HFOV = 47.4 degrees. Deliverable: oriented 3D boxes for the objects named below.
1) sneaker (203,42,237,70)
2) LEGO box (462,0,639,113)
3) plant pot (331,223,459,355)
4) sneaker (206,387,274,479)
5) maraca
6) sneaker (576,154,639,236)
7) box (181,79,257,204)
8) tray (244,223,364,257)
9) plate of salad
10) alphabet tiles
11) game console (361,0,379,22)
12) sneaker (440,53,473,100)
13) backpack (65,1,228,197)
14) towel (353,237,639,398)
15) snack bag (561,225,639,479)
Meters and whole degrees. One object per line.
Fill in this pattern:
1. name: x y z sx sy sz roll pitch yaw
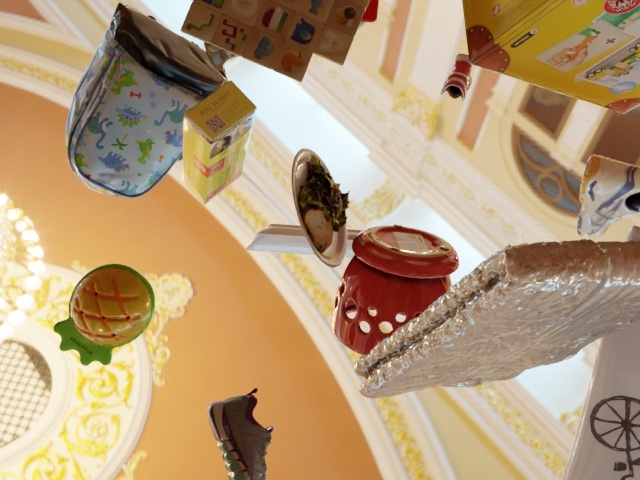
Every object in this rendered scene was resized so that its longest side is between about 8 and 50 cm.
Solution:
1. sneaker: -0.150 -0.413 1.473 0.188 0.071 0.066 -33 -131 -17
2. LEGO box: 0.508 -0.407 1.049 0.373 0.500 0.193 9 -112 -29
3. plant pot: 0.119 0.077 1.158 0.191 0.174 0.191 6 -159 -2
4. sneaker: -0.106 0.358 1.190 0.098 0.083 0.223 -18 -93 -19
5. maraca: -0.338 0.118 1.142 0.127 0.185 0.099 38 -167 -7
6. sneaker: 0.625 -0.073 1.555 0.131 0.296 0.111 14 -106 23
7. box: -0.153 -0.136 1.064 0.087 0.232 0.058 -41 -96 -22
8. tray: 0.000 0.000 1.393 0.271 0.145 0.030 4 -105 -16
9. plate of salad: 0.009 -0.055 1.172 0.048 0.200 0.199 -15 -133 23
10. alphabet tiles: -0.086 -0.452 1.284 0.343 0.011 0.285 22 -94 -7
11. game console: 0.083 -0.615 1.793 0.124 0.143 0.085 4 -161 -1
12. sneaker: 0.223 -0.251 1.197 0.042 0.118 0.067 18 -101 12
13. backpack: -0.400 -0.265 1.562 0.290 0.356 0.273 28 -148 -39
14. towel: 0.161 0.075 0.619 0.187 0.282 0.049 -3 -116 -24
15. snack bag: 0.417 0.166 0.693 0.323 0.342 0.037 10 -160 8
